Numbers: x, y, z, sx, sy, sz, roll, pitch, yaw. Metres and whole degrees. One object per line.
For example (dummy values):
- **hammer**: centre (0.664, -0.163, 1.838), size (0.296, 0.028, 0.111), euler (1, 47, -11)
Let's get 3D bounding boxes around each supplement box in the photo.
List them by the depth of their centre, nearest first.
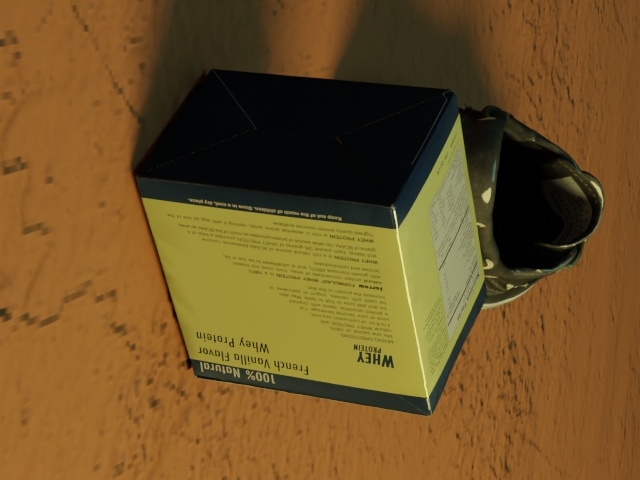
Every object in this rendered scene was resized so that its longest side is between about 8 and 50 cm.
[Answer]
- **supplement box**: centre (0.000, 0.000, 0.558), size (0.056, 0.083, 0.083), euler (-59, 148, -42)

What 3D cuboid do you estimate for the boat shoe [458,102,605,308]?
- **boat shoe**: centre (0.076, -0.015, 0.743), size (0.228, 0.076, 0.080), euler (30, 70, -66)
